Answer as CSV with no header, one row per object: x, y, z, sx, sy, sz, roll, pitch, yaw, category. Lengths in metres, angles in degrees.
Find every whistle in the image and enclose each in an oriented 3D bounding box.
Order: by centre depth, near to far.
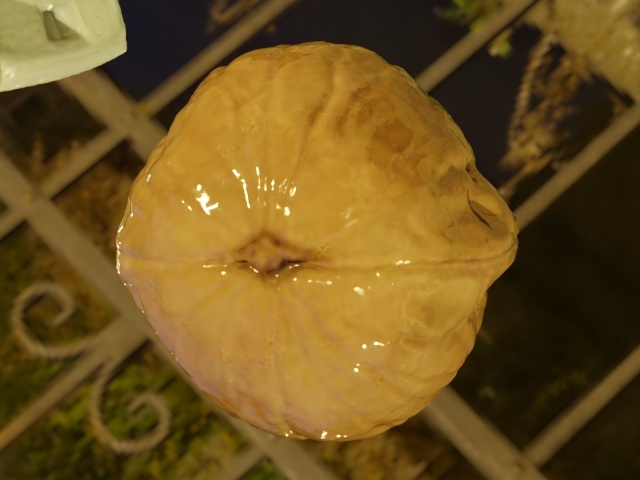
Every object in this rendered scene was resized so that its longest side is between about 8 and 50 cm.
-0.085,-0.036,0.368,0.035,0.100,0.035,34,130,51,whistle

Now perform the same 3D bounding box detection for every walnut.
0.000,0.000,1.043,0.228,0.228,0.228,43,162,18,walnut
